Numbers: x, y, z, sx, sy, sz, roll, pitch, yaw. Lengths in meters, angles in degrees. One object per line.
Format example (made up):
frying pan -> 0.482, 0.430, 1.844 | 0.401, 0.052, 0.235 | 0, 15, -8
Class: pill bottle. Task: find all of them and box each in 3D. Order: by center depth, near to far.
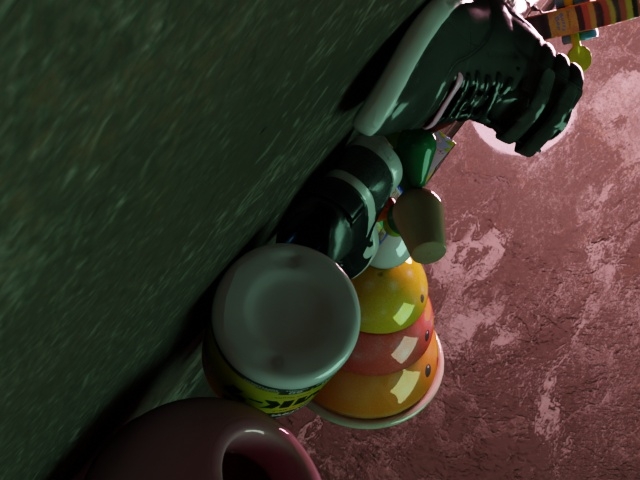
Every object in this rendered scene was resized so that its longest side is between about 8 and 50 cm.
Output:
pill bottle -> -0.043, 0.091, 0.759 | 0.119, 0.119, 0.208 | -50, 175, -23

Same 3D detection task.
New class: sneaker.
sneaker -> 0.138, -0.126, 0.718 | 0.104, 0.147, 0.296 | -53, 174, 36
sneaker -> 0.000, 0.000, 0.821 | 0.121, 0.079, 0.217 | -46, 165, -29

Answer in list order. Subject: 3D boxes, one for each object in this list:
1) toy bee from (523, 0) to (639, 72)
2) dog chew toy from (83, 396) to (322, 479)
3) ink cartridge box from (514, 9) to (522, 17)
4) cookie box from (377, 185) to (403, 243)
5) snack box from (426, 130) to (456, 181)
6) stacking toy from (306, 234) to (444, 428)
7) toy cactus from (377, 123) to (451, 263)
toy bee -> 0.468, -0.415, 1.692 | 0.162, 0.195, 0.298 | -22, 172, -27
dog chew toy -> -0.145, 0.275, 0.729 | 0.332, 0.206, 0.206 | -42, -179, 30
ink cartridge box -> 0.159, -0.191, 1.025 | 0.181, 0.056, 0.224 | -53, 174, 11
cookie box -> 0.063, -0.042, 1.072 | 0.107, 0.040, 0.092 | -52, 148, -12
snack box -> 0.104, -0.065, 1.319 | 0.207, 0.070, 0.174 | -46, 172, -45
stacking toy -> 0.103, 0.117, 1.693 | 0.350, 0.350, 0.480 | -49, 158, -35
toy cactus -> 0.098, -0.054, 0.857 | 0.219, 0.112, 0.181 | 110, -22, -48
